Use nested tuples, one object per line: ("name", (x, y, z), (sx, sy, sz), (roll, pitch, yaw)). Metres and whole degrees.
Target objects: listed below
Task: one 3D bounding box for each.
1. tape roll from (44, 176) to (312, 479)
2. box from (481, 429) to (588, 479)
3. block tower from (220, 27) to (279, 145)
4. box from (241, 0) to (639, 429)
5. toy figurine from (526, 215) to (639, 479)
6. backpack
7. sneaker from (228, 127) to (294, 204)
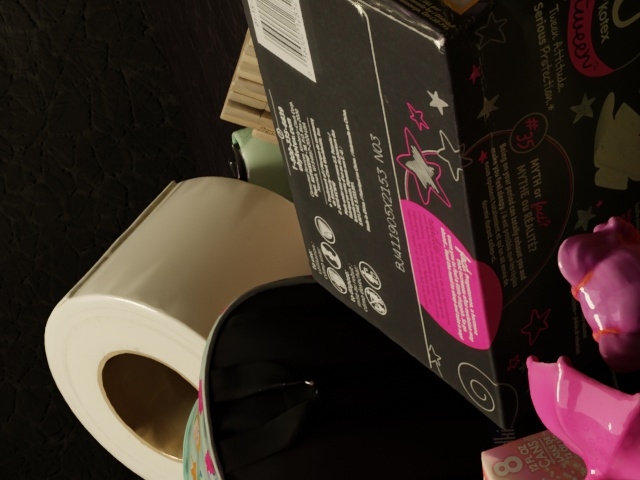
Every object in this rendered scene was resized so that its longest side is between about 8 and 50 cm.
("tape roll", (-0.092, 0.090, 1.463), (0.246, 0.169, 0.246), (22, 140, 20))
("box", (0.196, 0.223, 0.778), (0.300, 0.142, 0.154), (-118, 14, -48))
("block tower", (-0.001, -0.157, 1.208), (0.335, 0.091, 0.097), (123, 163, -72))
("box", (0.073, -0.066, 0.807), (0.163, 0.142, 0.247), (38, 153, 39))
("toy figurine", (0.149, 0.023, 0.609), (0.130, 0.159, 0.173), (102, 149, -73))
("backpack", (0.044, 0.131, 1.011), (0.191, 0.253, 0.225), (114, 150, -51))
("sneaker", (0.000, -0.001, 1.532), (0.094, 0.151, 0.256), (-152, 44, -77))
